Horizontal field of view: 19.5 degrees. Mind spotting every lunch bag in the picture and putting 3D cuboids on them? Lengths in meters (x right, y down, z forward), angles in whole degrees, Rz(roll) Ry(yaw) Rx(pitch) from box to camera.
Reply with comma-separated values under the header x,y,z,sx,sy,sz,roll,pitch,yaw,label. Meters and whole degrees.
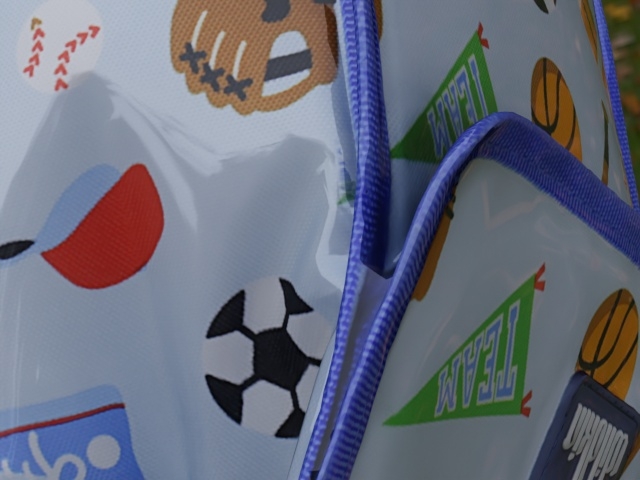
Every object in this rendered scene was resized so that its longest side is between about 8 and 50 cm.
x,y,z,sx,sy,sz,roll,pitch,yaw,label
0.000,0.000,0.661,0.239,0.328,0.386,-16,67,22,lunch bag
